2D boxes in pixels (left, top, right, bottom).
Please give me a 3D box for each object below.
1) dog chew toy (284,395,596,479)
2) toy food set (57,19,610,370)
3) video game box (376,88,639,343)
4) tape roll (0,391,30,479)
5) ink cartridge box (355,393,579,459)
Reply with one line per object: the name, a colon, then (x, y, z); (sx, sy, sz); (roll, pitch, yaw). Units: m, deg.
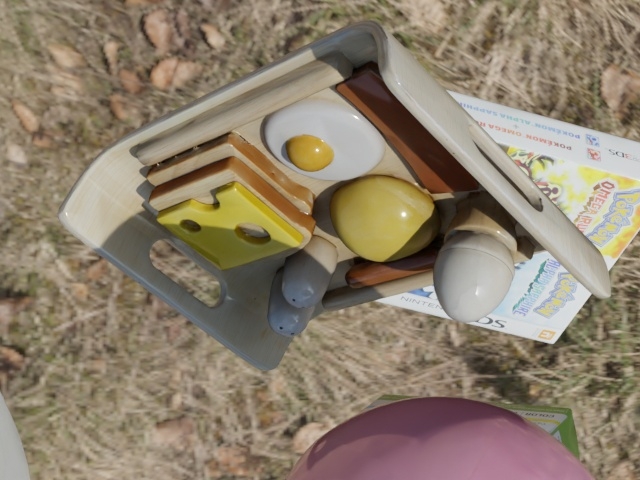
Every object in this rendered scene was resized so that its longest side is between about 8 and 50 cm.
dog chew toy: (0.127, 0.210, 0.555); (0.332, 0.206, 0.206); (23, 96, 18)
toy food set: (0.000, 0.000, 0.760); (0.306, 0.220, 0.092); (-18, 43, 41)
video game box: (0.132, -0.012, 0.896); (0.205, 0.187, 0.048); (113, 165, -48)
tape roll: (-0.263, 0.073, 0.510); (0.100, 0.286, 0.286); (-41, 67, 9)
ink cartridge box: (0.074, 0.214, 0.935); (0.189, 0.255, 0.097); (-1, 103, 33)
